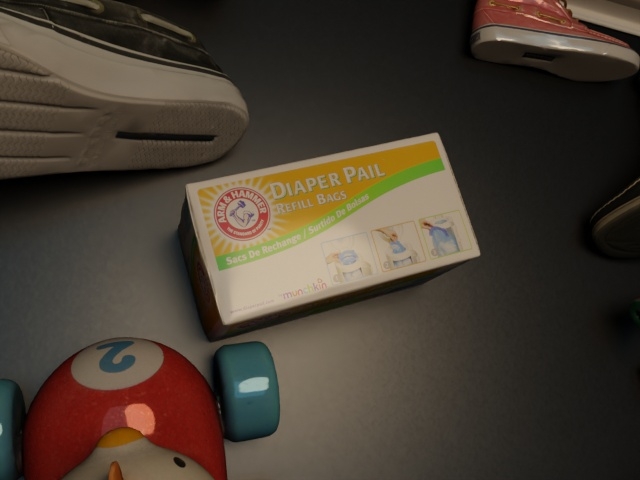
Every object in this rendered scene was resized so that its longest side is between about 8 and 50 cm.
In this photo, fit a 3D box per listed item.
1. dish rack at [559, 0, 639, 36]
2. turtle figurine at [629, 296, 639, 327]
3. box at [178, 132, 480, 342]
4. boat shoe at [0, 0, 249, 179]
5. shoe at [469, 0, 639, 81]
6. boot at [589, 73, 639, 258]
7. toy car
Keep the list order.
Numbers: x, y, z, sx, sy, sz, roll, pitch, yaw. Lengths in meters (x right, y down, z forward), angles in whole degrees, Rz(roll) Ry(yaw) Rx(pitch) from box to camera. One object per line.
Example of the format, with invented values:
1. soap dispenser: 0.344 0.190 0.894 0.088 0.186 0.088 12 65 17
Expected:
1. dish rack: 0.356 -0.394 0.750 0.286 0.072 0.332 11 74 -12
2. turtle figurine: 0.404 0.056 0.615 0.234 0.118 0.175 -25 91 -9
3. box: 0.000 0.000 0.527 0.203 0.114 0.103 -14 79 -16
4. boat shoe: -0.204 -0.118 0.467 0.335 0.121 0.119 0 51 -51
5. shoe: 0.238 -0.216 0.673 0.178 0.063 0.081 8 79 -8
6. boot: 0.352 -0.098 0.658 0.085 0.236 0.178 43 22 -38
7. toy car: -0.111 0.153 0.391 0.219 0.238 0.210 -6 77 -16
